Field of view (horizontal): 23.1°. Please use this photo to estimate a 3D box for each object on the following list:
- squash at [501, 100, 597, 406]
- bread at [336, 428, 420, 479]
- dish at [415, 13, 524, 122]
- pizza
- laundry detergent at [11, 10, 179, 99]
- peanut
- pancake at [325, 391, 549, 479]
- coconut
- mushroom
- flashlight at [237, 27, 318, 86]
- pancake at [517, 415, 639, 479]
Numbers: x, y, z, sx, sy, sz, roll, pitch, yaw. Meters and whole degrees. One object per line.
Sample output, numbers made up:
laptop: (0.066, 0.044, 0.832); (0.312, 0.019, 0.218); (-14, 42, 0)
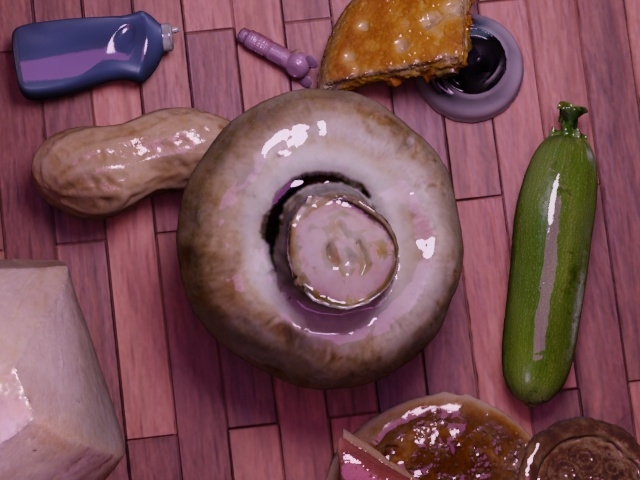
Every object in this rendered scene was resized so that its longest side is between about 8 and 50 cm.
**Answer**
squash: (0.280, 0.014, 1.914); (0.101, 0.101, 0.379); (11, 83, 0)
bread: (0.076, 0.319, 1.838); (0.192, 0.067, 0.119); (35, 75, 3)
dish: (0.189, -0.223, 1.949); (0.141, 0.078, 0.141); (0, 83, -1)
pizza: (0.120, -0.261, 1.932); (0.197, 0.058, 0.292); (37, 83, 34)
laundry detergent: (-0.275, -0.235, 1.946); (0.206, 0.061, 0.097); (-11, 76, -4)
peanut: (-0.222, -0.093, 1.900); (0.256, 0.123, 0.124); (-12, 84, -3)
pancake: (0.143, 0.314, 1.901); (0.282, 0.049, 0.282); (1, 82, -5)
coconut: (-0.417, 0.181, 1.750); (0.415, 0.344, 0.415); (0, 87, -1)
mushroom: (0.000, 0.000, 1.820); (0.352, 0.260, 0.352); (0, 93, -6)
flashlight: (-0.053, -0.236, 1.967); (0.110, 0.052, 0.031); (30, 47, 8)
pancake: (0.323, 0.302, 1.897); (0.184, 0.020, 0.190); (42, 67, -3)
